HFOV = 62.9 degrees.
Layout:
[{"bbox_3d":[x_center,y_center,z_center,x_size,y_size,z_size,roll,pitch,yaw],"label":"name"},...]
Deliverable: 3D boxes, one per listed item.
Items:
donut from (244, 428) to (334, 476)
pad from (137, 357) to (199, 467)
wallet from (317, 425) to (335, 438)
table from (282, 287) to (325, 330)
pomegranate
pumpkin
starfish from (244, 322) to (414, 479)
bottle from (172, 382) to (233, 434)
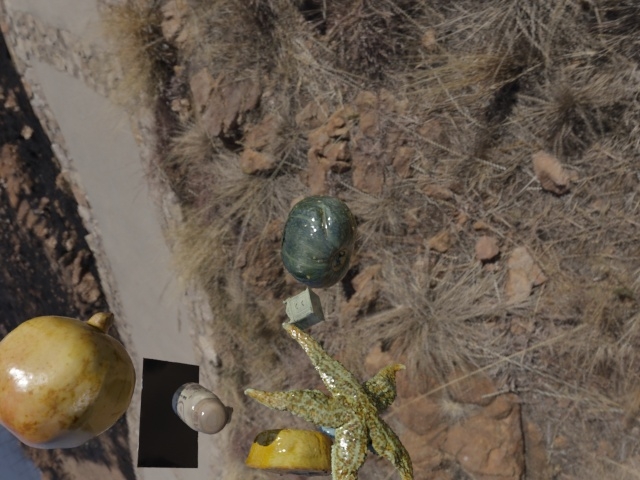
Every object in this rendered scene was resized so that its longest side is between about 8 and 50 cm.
[{"bbox_3d":[-0.078,0.601,1.477,0.277,0.277,0.108,-31,48,47],"label":"donut"},{"bbox_3d":[-0.528,0.606,1.844,0.007,0.247,0.367,-27,56,32],"label":"pad"},{"bbox_3d":[0.095,0.630,1.700,0.202,0.059,0.141,10,154,-7],"label":"wallet"},{"bbox_3d":[-0.045,0.180,1.344,0.083,0.062,0.079,-29,49,17],"label":"table"},{"bbox_3d":[-0.613,0.315,1.256,0.342,0.342,0.342,21,126,32],"label":"pomegranate"},{"bbox_3d":[0.000,0.000,1.873,0.257,0.291,0.328,30,100,29],"label":"pumpkin"},{"bbox_3d":[0.042,0.310,0.905,0.078,0.358,0.347,-38,46,45],"label":"starfish"},{"bbox_3d":[-0.293,0.425,1.314,0.209,0.110,0.097,-3,83,59],"label":"bottle"}]
